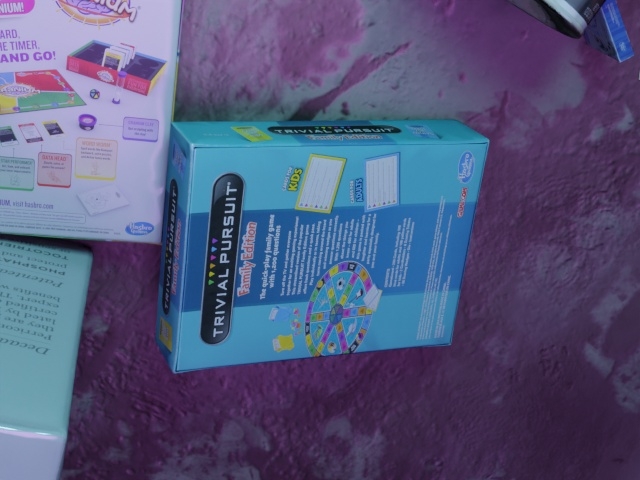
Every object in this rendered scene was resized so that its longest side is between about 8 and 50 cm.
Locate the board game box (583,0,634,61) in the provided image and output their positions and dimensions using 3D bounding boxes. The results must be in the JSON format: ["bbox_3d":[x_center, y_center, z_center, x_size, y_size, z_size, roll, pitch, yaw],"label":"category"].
[{"bbox_3d":[0.295,-0.243,1.171,0.020,0.090,0.090,-27,114,0],"label":"board game box"}]

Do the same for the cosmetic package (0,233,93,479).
[{"bbox_3d":[-0.427,0.189,1.079,0.328,0.393,0.329,13,111,-14],"label":"cosmetic package"}]

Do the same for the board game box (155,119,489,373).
[{"bbox_3d":[0.000,0.000,1.188,0.336,0.079,0.253,-3,115,-24],"label":"board game box"}]

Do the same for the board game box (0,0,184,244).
[{"bbox_3d":[-0.268,-0.159,1.137,0.242,0.064,0.316,5,112,-10],"label":"board game box"}]

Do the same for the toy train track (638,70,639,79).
[{"bbox_3d":[0.388,-0.204,1.243,0.048,0.014,0.083,-4,112,-7],"label":"toy train track"}]

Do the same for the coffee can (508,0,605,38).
[{"bbox_3d":[0.247,-0.362,1.044,0.202,0.201,0.275,31,101,-19],"label":"coffee can"}]
